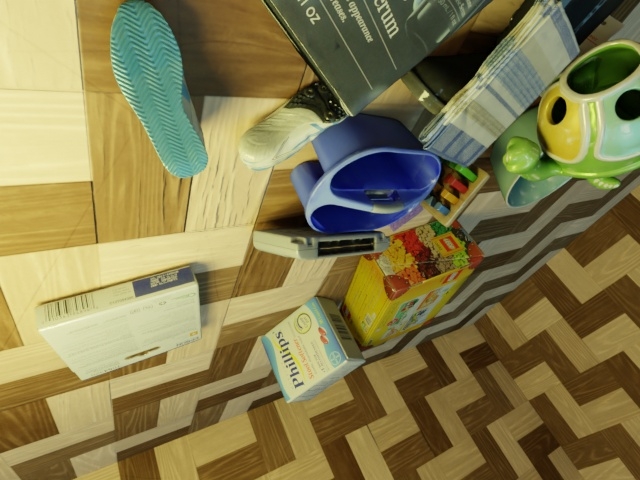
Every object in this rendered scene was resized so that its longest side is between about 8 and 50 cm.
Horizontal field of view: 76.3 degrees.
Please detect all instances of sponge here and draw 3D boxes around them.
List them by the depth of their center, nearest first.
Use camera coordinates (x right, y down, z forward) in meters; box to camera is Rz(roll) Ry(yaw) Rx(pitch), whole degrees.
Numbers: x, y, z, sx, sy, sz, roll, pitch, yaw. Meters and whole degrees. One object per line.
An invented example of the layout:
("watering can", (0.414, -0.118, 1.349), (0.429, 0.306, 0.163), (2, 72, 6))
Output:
("sponge", (0.222, -0.103, 1.171), (0.117, 0.031, 0.210), (-36, 149, 9))

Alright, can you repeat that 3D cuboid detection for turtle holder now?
("turtle holder", (0.546, -0.258, 0.834), (0.320, 0.244, 0.227), (-9, 151, 35))

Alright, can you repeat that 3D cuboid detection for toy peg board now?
("toy peg board", (0.311, -0.149, 1.044), (0.079, 0.161, 0.161), (26, 109, -32))

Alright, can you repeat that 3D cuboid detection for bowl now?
("bowl", (0.605, -0.254, 1.140), (0.311, 0.163, 0.312), (-23, 151, -14))

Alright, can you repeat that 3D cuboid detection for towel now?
("towel", (0.315, -0.257, 0.716), (0.209, 0.034, 0.285), (4, 134, -48))

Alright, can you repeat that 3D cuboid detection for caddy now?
("caddy", (0.104, -0.126, 0.880), (0.341, 0.179, 0.241), (-5, 142, -36))

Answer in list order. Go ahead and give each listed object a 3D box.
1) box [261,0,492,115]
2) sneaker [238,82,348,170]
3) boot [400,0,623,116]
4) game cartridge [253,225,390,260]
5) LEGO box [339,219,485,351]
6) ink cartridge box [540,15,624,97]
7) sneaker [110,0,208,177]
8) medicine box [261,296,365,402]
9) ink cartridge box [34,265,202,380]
("box", (0.082, -0.389, 0.416), (0.395, 0.212, 0.293), (-38, 149, 13))
("sneaker", (-0.042, -0.207, 0.738), (0.237, 0.085, 0.086), (-31, 177, -4))
("boot", (0.386, -0.411, 0.714), (0.366, 0.146, 0.445), (-9, 149, -46))
("game cartridge", (0.000, 0.000, 0.985), (0.297, 0.062, 0.198), (-4, -174, -41))
("LEGO box", (0.311, 0.177, 1.519), (0.372, 0.193, 0.500), (-17, 148, -22))
("ink cartridge box", (0.548, -0.412, 0.901), (0.181, 0.104, 0.061), (-40, 149, 19))
("sneaker", (-0.225, -0.204, 0.567), (0.087, 0.092, 0.229), (-18, 130, -15))
("medicine box", (-0.033, 0.397, 1.484), (0.289, 0.264, 0.149), (-40, 149, 17))
("ink cartridge box", (-0.465, 0.210, 1.011), (0.323, 0.072, 0.330), (-16, 151, -24))
